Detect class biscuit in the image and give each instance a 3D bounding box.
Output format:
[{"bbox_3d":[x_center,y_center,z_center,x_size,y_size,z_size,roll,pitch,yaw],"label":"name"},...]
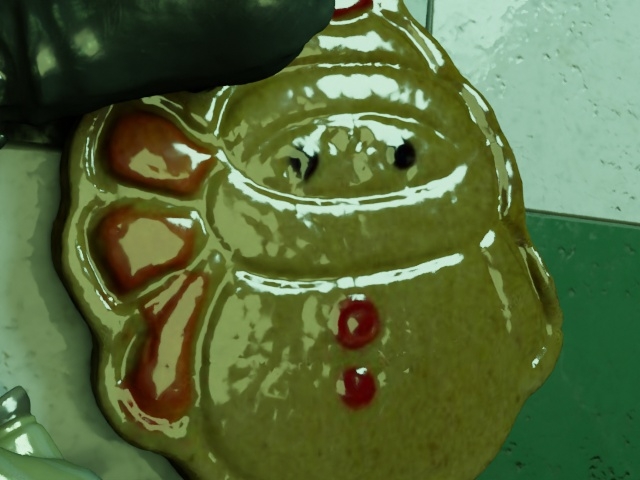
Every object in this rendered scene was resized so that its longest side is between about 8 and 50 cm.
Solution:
[{"bbox_3d":[0.000,0.000,0.961,0.359,0.074,0.381,-3,91,-26],"label":"biscuit"}]

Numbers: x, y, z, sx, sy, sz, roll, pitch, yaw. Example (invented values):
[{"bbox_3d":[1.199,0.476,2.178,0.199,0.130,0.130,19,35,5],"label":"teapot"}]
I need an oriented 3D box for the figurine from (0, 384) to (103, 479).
[{"bbox_3d":[-0.104,0.261,0.823,0.203,0.248,0.380,-33,87,-17],"label":"figurine"}]

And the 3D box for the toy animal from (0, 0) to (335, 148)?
[{"bbox_3d":[-0.160,-0.125,0.849,0.343,0.106,0.168,-24,61,-9],"label":"toy animal"}]
